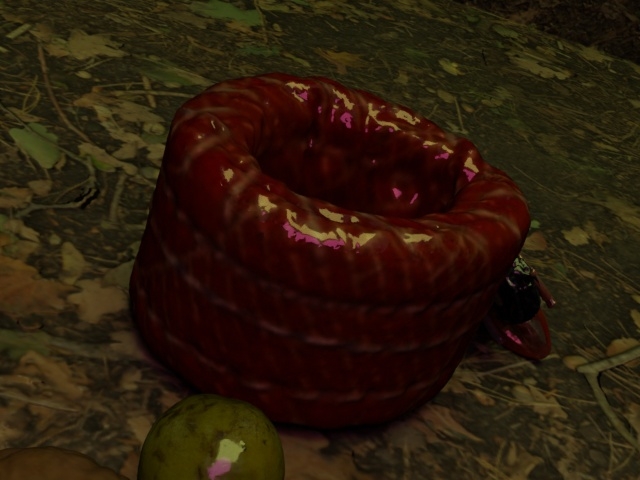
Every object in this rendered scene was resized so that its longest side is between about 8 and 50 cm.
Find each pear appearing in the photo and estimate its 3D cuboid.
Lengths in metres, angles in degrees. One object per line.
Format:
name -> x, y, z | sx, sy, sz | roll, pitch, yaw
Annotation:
pear -> -0.078, 0.166, 0.668 | 0.107, 0.107, 0.131 | 18, 37, -3

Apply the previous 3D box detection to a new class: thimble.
thimble -> 0.000, 0.000, 0.873 | 0.350, 0.231, 0.350 | 15, 31, -10

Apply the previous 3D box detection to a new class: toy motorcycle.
toy motorcycle -> 0.157, -0.001, 1.053 | 0.089, 0.171, 0.298 | -30, 51, -11

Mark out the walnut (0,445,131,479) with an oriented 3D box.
walnut -> -0.143, 0.204, 0.453 | 0.213, 0.213, 0.213 | 15, 29, -9
